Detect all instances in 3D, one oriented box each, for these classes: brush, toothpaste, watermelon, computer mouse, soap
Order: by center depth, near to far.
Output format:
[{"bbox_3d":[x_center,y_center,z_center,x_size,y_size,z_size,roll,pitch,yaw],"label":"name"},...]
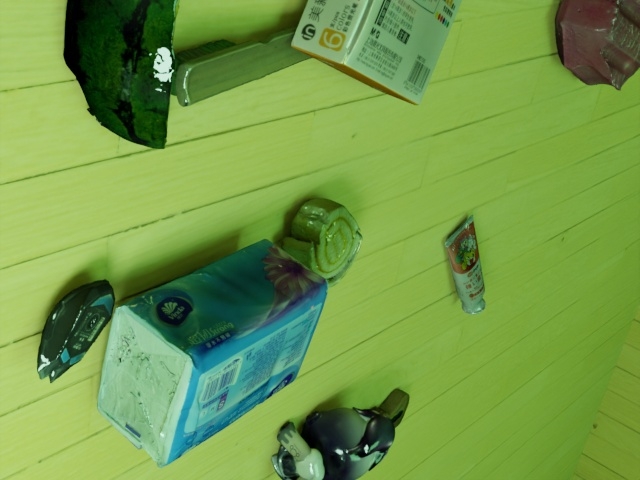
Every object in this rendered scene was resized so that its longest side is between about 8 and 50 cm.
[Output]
[{"bbox_3d":[-0.180,-0.211,0.965,0.129,0.123,0.301,-57,160,-53],"label":"watermelon"},{"bbox_3d":[-0.286,0.099,1.094,0.135,0.047,0.079,-60,163,-5],"label":"computer mouse"},{"bbox_3d":[-0.086,-0.219,1.141,0.282,0.048,0.054,-32,142,-51],"label":"brush"},{"bbox_3d":[0.564,-0.417,1.862,0.325,0.127,0.220,7,109,-58],"label":"soap"},{"bbox_3d":[0.292,0.055,1.922,0.089,0.057,0.234,-44,138,-25],"label":"toothpaste"}]

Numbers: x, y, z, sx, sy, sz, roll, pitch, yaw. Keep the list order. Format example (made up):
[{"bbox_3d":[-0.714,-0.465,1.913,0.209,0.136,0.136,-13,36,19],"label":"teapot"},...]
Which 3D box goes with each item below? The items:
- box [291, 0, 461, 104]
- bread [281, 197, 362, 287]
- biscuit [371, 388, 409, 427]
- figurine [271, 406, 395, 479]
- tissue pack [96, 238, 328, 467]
[{"bbox_3d":[0.091,-0.311,1.254,0.274,0.091,0.221,12,102,-65],"label":"box"},{"bbox_3d":[0.000,0.000,1.425,0.117,0.064,0.156,-56,148,-17],"label":"bread"},{"bbox_3d":[0.075,0.400,1.883,0.320,0.047,0.183,-30,140,-43],"label":"biscuit"},{"bbox_3d":[0.031,0.360,1.689,0.222,0.145,0.145,-18,129,-42],"label":"figurine"},{"bbox_3d":[-0.137,0.135,1.230,0.263,0.146,0.198,-29,146,-47],"label":"tissue pack"}]
